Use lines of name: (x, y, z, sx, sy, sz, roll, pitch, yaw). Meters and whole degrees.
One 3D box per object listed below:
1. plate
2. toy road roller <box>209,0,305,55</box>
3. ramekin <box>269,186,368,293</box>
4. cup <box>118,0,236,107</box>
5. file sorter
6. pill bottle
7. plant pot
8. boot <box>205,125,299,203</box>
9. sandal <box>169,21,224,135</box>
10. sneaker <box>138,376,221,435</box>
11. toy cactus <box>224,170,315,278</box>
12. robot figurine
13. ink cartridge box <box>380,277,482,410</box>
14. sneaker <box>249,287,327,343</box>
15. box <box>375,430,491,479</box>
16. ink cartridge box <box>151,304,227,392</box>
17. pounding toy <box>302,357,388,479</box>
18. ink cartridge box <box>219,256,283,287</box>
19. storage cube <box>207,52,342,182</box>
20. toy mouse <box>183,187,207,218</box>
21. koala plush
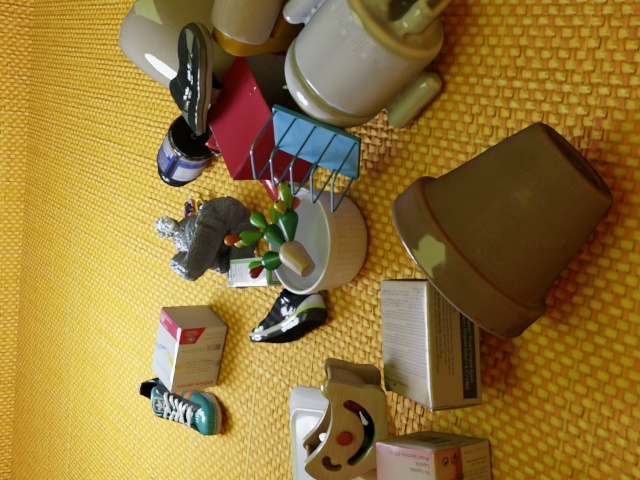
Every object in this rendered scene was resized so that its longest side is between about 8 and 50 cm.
plate: (0.016, 0.437, 1.629, 0.277, 0.045, 0.278, -9, 83, 54)
toy road roller: (-0.105, -0.501, 1.540, 0.240, 0.329, 0.202, 41, 127, 18)
ramekin: (0.000, 0.000, 1.586, 0.207, 0.109, 0.207, 2, 92, 55)
cup: (-0.226, -0.417, 1.754, 0.237, 0.331, 0.331, 52, 135, 7)
file sorter: (-0.027, -0.141, 1.454, 0.170, 0.104, 0.118, 24, 152, 14)
pill bottle: (-0.335, -0.213, 2.013, 0.219, 0.123, 0.122, 141, 121, -61)
plant pot: (0.268, -0.033, 1.133, 0.229, 0.263, 0.263, -44, 55, 24)
boot: (-0.151, -0.158, 1.732, 0.088, 0.176, 0.244, -48, 55, 42)
sandal: (-0.226, -0.306, 1.591, 0.120, 0.086, 0.303, 58, 154, 13)
sneaker: (-0.361, 0.423, 2.079, 0.302, 0.121, 0.108, 16, 104, 52)
toy cactus: (-0.081, -0.002, 1.534, 0.180, 0.112, 0.219, 44, 116, 32)
robot figurine: (0.069, -0.328, 1.404, 0.300, 0.200, 0.353, 46, 136, -2)
ink cartridge box: (0.171, 0.156, 1.310, 0.235, 0.088, 0.193, 172, 96, -76)
sneaker: (-0.065, 0.151, 1.714, 0.235, 0.084, 0.097, -28, 62, 42)
box: (0.186, 0.438, 1.326, 0.149, 0.127, 0.232, -9, 84, 53)
ink cartridge box: (-0.326, 0.266, 2.021, 0.127, 0.128, 0.176, 34, 117, 48)
pounding toy: (0.040, 0.321, 1.456, 0.155, 0.154, 0.269, -99, 2, -65)
ink cartridge box: (-0.122, 0.068, 1.754, 0.209, 0.109, 0.062, -7, 85, 54)
storage cube: (-0.093, -0.245, 1.643, 0.193, 0.184, 0.215, -52, 51, 41)
toy mouse: (-0.316, -0.053, 2.082, 0.143, 0.031, 0.161, -59, 47, 36)
koala plush: (-0.269, -0.007, 1.904, 0.221, 0.196, 0.203, 9, 86, 54)
